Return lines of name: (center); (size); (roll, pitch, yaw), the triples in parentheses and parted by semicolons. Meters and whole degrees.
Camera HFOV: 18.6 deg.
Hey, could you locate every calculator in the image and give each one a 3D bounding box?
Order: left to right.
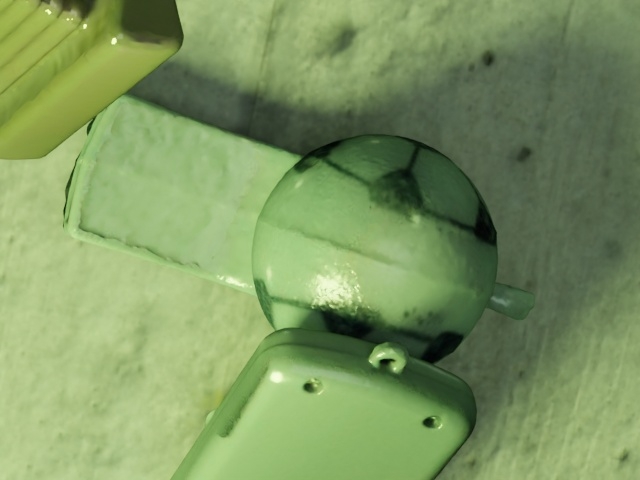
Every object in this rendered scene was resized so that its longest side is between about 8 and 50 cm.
calculator: (-0.005, 0.136, 1.180); (0.141, 0.045, 0.246); (17, 135, -16)

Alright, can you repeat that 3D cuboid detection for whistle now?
whistle: (0.000, 0.000, 1.180); (0.290, 0.163, 0.163); (17, 92, -17)

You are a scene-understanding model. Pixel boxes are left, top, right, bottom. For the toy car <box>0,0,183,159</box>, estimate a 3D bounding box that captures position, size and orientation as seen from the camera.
toy car: (-0.181, -0.239, 0.998); (0.226, 0.242, 0.336); (21, 61, -27)
